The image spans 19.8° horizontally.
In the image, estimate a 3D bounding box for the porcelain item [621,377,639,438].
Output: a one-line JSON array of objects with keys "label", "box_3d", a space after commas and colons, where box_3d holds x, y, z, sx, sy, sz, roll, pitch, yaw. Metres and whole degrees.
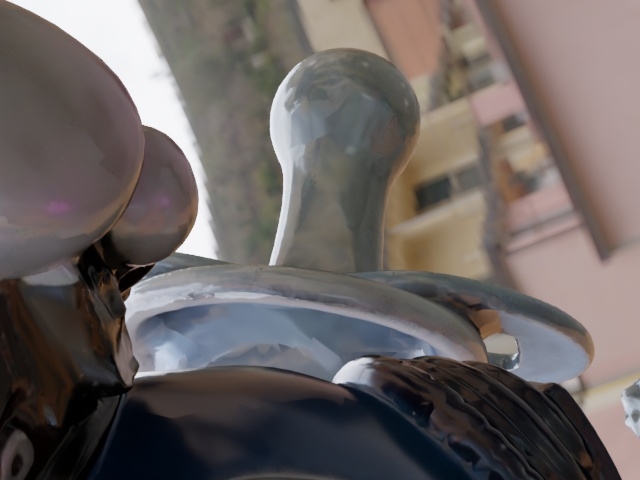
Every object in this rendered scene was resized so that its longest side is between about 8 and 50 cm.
[{"label": "porcelain item", "box_3d": [0.130, 0.054, 0.602, 0.036, 0.083, 0.028, -20, -88, -25]}]

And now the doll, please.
[{"label": "doll", "box_3d": [-0.059, 0.118, 0.452, 0.310, 0.284, 0.240, 43, 168, -15]}]

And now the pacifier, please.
[{"label": "pacifier", "box_3d": [0.000, 0.000, 0.959, 0.238, 0.287, 0.226, 64, -150, -66]}]
